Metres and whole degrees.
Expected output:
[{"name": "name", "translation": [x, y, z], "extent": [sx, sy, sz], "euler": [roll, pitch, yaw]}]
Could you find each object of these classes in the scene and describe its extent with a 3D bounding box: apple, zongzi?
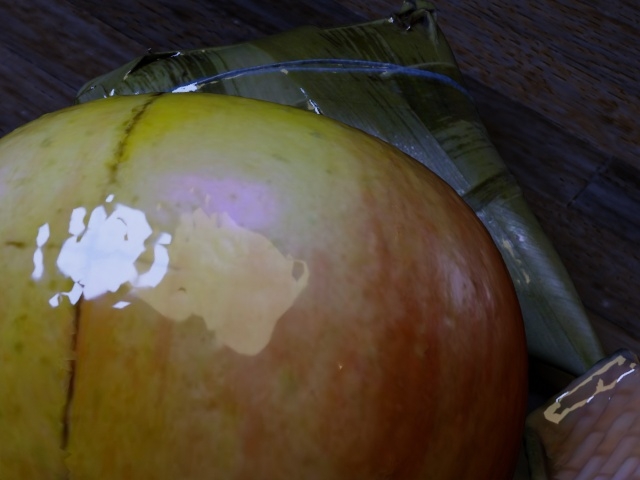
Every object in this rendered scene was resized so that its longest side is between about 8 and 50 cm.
[{"name": "apple", "translation": [-0.049, 0.067, 0.693], "extent": [0.286, 0.286, 0.233], "euler": [6, 71, -1]}, {"name": "zongzi", "translation": [0.000, 0.000, 0.864], "extent": [0.251, 0.125, 0.274], "euler": [-14, 57, -19]}]

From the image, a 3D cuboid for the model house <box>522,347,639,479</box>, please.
[{"name": "model house", "translation": [0.171, 0.155, 0.716], "extent": [0.172, 0.183, 0.166], "euler": [-1, 35, 48]}]
